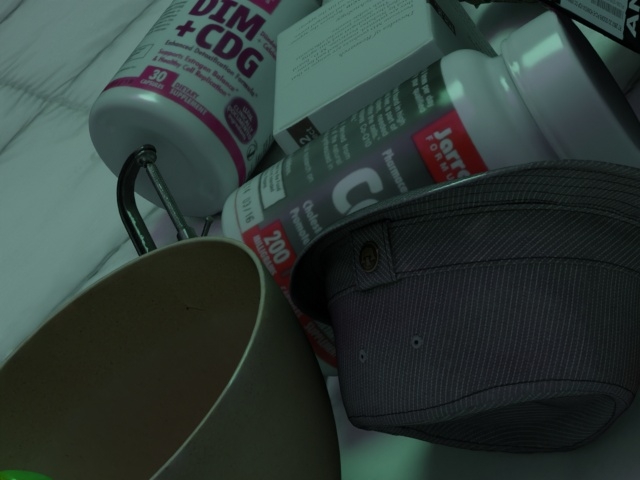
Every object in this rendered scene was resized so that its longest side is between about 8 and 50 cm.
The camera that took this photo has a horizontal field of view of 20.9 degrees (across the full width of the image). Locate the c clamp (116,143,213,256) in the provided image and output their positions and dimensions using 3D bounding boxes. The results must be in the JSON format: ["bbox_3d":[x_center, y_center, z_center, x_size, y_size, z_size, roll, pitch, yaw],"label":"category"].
[{"bbox_3d":[-0.143,-0.026,1.579,0.022,0.137,0.161,-11,50,-31],"label":"c clamp"}]

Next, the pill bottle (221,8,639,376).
[{"bbox_3d":[0.085,-0.036,1.246,0.283,0.161,0.161,-32,27,17],"label":"pill bottle"}]

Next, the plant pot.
[{"bbox_3d":[-0.096,0.164,1.140,0.284,0.191,0.284,-30,28,18],"label":"plant pot"}]

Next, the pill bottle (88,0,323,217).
[{"bbox_3d":[-0.088,-0.174,1.689,0.160,0.160,0.283,-8,41,47],"label":"pill bottle"}]

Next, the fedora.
[{"bbox_3d":[0.109,0.059,1.053,0.275,0.243,0.124,-17,64,37],"label":"fedora"}]

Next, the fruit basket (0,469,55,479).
[{"bbox_3d":[-0.261,0.287,0.941,0.283,0.392,0.392,0,47,53],"label":"fruit basket"}]

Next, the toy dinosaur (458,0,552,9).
[{"bbox_3d":[0.187,-0.260,1.553,0.313,0.121,0.160,-42,14,9],"label":"toy dinosaur"}]

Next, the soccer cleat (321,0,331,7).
[{"bbox_3d":[0.082,-0.289,1.705,0.331,0.116,0.143,-52,-6,-47],"label":"soccer cleat"}]

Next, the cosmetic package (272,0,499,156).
[{"bbox_3d":[0.063,-0.111,1.404,0.151,0.151,0.184,-31,29,18],"label":"cosmetic package"}]

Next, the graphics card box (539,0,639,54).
[{"bbox_3d":[0.258,-0.211,1.235,0.232,0.094,0.371,0,19,-18],"label":"graphics card box"}]
